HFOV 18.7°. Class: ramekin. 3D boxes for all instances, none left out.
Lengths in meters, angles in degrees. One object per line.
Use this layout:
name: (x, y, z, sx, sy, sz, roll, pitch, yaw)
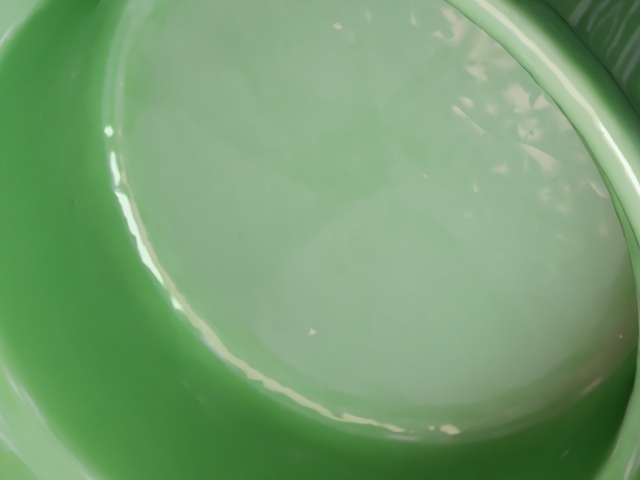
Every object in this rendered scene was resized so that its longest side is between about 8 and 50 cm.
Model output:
ramekin: (0.000, 0.000, 0.677, 0.303, 0.148, 0.303, 11, 120, 20)
